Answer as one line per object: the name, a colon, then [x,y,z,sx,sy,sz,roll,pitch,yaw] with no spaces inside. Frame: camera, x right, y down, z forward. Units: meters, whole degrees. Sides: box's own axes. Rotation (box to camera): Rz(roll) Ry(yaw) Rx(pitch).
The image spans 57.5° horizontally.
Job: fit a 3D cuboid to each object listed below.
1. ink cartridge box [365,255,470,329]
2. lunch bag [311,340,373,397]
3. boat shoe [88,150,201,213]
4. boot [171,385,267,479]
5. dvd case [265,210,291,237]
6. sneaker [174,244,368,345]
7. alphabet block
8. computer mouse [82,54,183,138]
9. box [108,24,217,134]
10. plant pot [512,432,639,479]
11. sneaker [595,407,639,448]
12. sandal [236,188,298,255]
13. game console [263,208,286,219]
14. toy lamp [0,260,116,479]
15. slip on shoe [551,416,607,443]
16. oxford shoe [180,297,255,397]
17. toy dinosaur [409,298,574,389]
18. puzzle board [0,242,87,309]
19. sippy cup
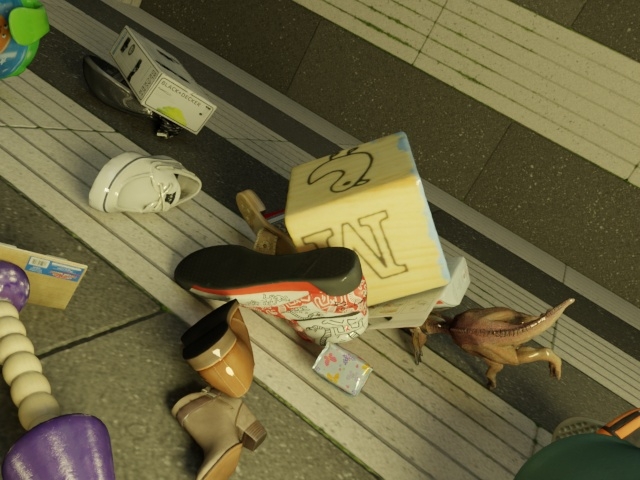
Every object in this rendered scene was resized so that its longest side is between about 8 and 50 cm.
ink cartridge box: [0.117,0.104,0.926,0.189,0.066,0.232,-10,21,31]
lunch bag: [0.030,0.171,0.771,0.071,0.053,0.083,31,-6,8]
boat shoe: [-0.275,-0.085,0.958,0.088,0.096,0.267,25,10,5]
boot: [-0.110,0.186,0.568,0.087,0.042,0.118,28,17,20]
dvd case: [0.000,0.000,1.094,0.165,0.018,0.221,-23,44,-24]
sneaker: [-0.065,0.084,0.820,0.270,0.145,0.090,-1,43,16]
alphabet block: [0.073,-0.027,0.907,0.192,0.197,0.193,-88,158,-61]
computer mouse: [-0.450,-0.326,1.379,0.272,0.072,0.188,36,14,-15]
box: [-0.387,-0.391,1.413,0.169,0.087,0.290,25,19,-49]
plant pot: [0.290,0.305,0.504,0.272,0.271,0.255,27,4,-4]
sneaker: [0.417,0.373,0.706,0.124,0.180,0.321,75,-8,-76]
sandal: [-0.099,0.013,0.993,0.079,0.088,0.240,-25,59,-25]
game console: [-0.043,0.000,1.174,0.144,0.085,0.124,48,-4,43]
toy lamp: [-0.241,0.120,0.487,0.080,0.080,0.275,8,28,-46]
slip on shoe: [0.474,0.367,0.821,0.331,0.123,0.101,31,-5,10]
oxford shoe: [-0.112,0.123,0.673,0.076,0.076,0.212,56,-1,-12]
toy dinosaur: [0.246,0.144,0.917,0.200,0.127,0.296,20,-21,-16]
puzzle board: [-0.314,0.032,0.593,0.128,0.096,0.011,18,49,-28]
sippy cup: [-0.648,-0.369,0.994,0.240,0.306,0.224,53,25,-18]
